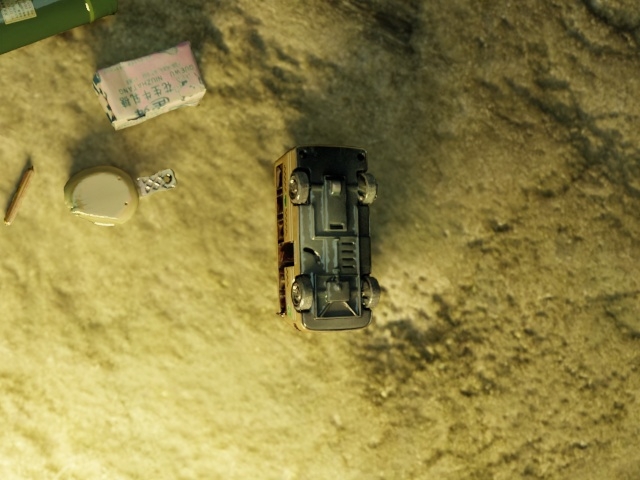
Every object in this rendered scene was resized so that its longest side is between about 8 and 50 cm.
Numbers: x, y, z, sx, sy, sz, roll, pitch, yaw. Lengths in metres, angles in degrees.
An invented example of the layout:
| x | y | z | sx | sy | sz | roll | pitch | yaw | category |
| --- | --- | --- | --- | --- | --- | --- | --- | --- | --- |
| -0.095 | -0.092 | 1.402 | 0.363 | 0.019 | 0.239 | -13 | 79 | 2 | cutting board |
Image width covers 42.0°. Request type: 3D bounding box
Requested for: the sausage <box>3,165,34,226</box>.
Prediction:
| x | y | z | sx | sy | sz | roll | pitch | yaw | category |
| --- | --- | --- | --- | --- | --- | --- | --- | --- | --- |
| -0.453 | -0.067 | 1.256 | 0.015 | 0.015 | 0.100 | 24 | 82 | -15 | sausage |

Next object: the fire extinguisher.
| x | y | z | sx | sy | sz | roll | pitch | yaw | category |
| --- | --- | --- | --- | --- | --- | --- | --- | --- | --- |
| -0.453 | -0.328 | 1.229 | 0.294 | 0.093 | 0.118 | -26 | 70 | -16 | fire extinguisher |

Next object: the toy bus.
| x | y | z | sx | sy | sz | roll | pitch | yaw | category |
| --- | --- | --- | --- | --- | --- | --- | --- | --- | --- |
| 0.000 | 0.000 | 1.324 | 0.139 | 0.157 | 0.289 | -2 | 86 | -22 | toy bus |

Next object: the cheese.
| x | y | z | sx | sy | sz | roll | pitch | yaw | category |
| --- | --- | --- | --- | --- | --- | --- | --- | --- | --- |
| -0.307 | -0.069 | 1.285 | 0.171 | 0.047 | 0.092 | 2 | 88 | -18 | cheese |

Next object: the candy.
| x | y | z | sx | sy | sz | roll | pitch | yaw | category |
| --- | --- | --- | --- | --- | --- | --- | --- | --- | --- |
| -0.262 | -0.237 | 1.293 | 0.160 | 0.073 | 0.092 | -22 | 90 | -16 | candy |
